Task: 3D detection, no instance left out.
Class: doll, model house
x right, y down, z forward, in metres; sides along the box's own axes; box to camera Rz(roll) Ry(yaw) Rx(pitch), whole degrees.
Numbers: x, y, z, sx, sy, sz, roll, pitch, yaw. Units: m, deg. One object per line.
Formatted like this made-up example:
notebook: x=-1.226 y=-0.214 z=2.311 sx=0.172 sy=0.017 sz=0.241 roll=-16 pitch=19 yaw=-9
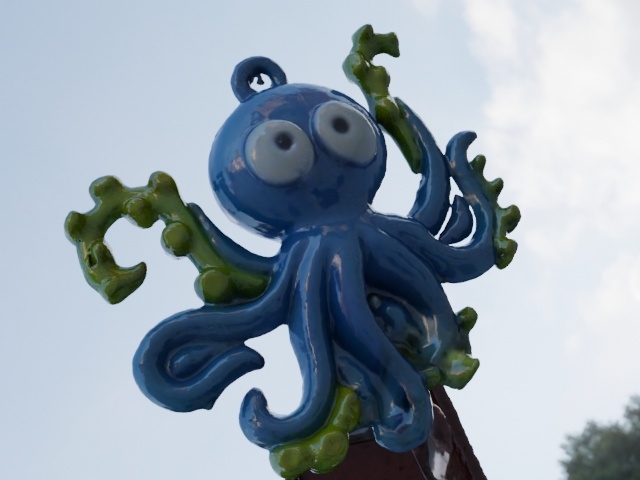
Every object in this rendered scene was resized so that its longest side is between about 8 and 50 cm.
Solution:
doll: x=0.000 y=0.000 z=0.893 sx=0.346 sy=0.341 sz=0.099 roll=-20 pitch=-21 yaw=-18
model house: x=0.088 y=0.239 z=1.249 sx=0.196 sy=0.160 sz=0.254 roll=63 pitch=-162 yaw=-7
